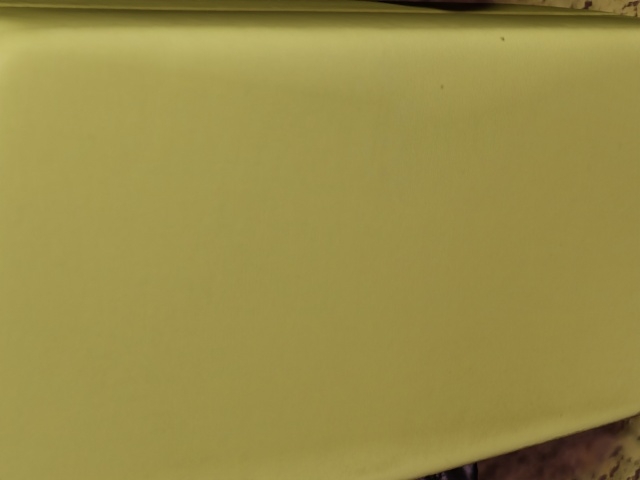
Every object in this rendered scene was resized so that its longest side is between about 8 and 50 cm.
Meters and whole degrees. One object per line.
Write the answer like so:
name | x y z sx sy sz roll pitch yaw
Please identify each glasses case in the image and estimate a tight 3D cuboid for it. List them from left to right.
glasses case | 0.000 0.000 0.573 0.336 0.076 0.144 -5 105 -49

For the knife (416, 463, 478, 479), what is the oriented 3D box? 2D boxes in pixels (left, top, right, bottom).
knife | 0.008 0.106 0.677 0.121 0.018 0.031 -35 110 -26
